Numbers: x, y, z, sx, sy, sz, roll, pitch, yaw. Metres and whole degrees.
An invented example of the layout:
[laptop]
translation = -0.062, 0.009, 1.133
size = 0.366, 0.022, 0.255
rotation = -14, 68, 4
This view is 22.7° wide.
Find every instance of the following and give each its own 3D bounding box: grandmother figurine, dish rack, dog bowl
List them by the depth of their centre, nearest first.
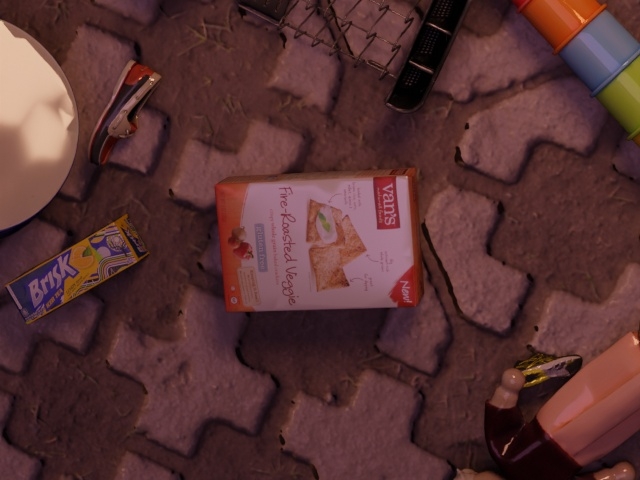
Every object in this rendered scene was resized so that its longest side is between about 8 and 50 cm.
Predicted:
[dish rack]
translation = 0.034, -0.290, 1.777
size = 0.271, 0.074, 0.208
rotation = 27, 117, 6
[grandmother figurine]
translation = 0.273, 0.229, 1.832
size = 0.208, 0.104, 0.342
rotation = 45, 106, -5
[dog bowl]
translation = -0.416, -0.126, 1.840
size = 0.265, 0.104, 0.265
rotation = 2, 83, -19

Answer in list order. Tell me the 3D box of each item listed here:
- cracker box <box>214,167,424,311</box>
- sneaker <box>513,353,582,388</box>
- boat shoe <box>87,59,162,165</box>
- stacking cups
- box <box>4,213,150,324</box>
[cracker box]
translation = 0.000, 0.000, 1.864
size = 0.232, 0.067, 0.156
rotation = -3, 101, 12
[sneaker]
translation = 0.263, 0.143, 1.854
size = 0.083, 0.035, 0.031
rotation = -14, 132, -6
[boat shoe]
translation = -0.235, -0.146, 1.897
size = 0.043, 0.049, 0.137
rotation = 28, 101, 3
[stacking cups]
translation = 0.303, -0.204, 1.754
size = 0.316, 0.096, 0.096
rotation = 45, 106, 5
[box]
translation = -0.296, 0.036, 1.941
size = 0.169, 0.054, 0.059
rotation = -29, 94, 16
